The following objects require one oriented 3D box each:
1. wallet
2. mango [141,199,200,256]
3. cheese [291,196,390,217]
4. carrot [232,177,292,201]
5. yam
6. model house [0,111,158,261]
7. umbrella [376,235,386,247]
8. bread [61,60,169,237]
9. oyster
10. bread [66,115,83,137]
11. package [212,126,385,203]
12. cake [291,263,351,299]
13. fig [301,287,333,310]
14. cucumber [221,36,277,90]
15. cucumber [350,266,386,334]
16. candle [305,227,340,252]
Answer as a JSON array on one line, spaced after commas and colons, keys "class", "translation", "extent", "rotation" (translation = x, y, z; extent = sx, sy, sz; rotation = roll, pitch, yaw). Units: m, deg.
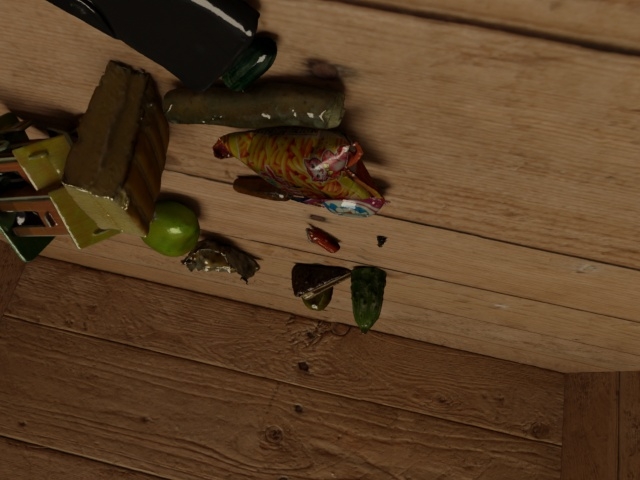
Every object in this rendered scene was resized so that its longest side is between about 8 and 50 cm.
[{"class": "wallet", "translation": [-0.270, -0.320, 0.509], "extent": [0.377, 0.051, 0.197], "rotation": [26, 158, -32]}, {"class": "mango", "translation": [-0.473, -0.044, 1.354], "extent": [0.185, 0.149, 0.273], "rotation": [22, 156, -6]}, {"class": "cheese", "translation": [0.040, -0.087, 0.971], "extent": [0.244, 0.062, 0.155], "rotation": [3, 174, 38]}, {"class": "carrot", "translation": [-0.135, -0.123, 1.023], "extent": [0.161, 0.055, 0.055], "rotation": [7, 162, 26]}, {"class": "yam", "translation": [-0.115, -0.215, 0.695], "extent": [0.317, 0.067, 0.071], "rotation": [8, 175, 21]}, {"class": "model house", "translation": [-0.549, -0.161, 1.029], "extent": [0.323, 0.340, 0.300], "rotation": [-1, 127, 9]}, {"class": "umbrella", "translation": [0.175, 0.005, 1.252], "extent": [0.031, 0.020, 0.083], "rotation": [12, 168, 6]}, {"class": "bread", "translation": [-0.357, -0.154, 0.787], "extent": [0.111, 0.239, 0.246], "rotation": [10, 165, -10]}, {"class": "oyster", "translation": [-0.368, 0.083, 1.699], "extent": [0.197, 0.133, 0.337], "rotation": [-6, 157, 42]}, {"class": "bread", "translation": [-0.519, -0.244, 0.946], "extent": [0.083, 0.036, 0.047], "rotation": [0, 158, 45]}, {"class": "package", "translation": [-0.025, -0.142, 0.804], "extent": [0.288, 0.109, 0.223], "rotation": [13, 170, 25]}, {"class": "cake", "translation": [0.001, 0.129, 1.727], "extent": [0.246, 0.135, 0.112], "rotation": [-29, 157, 22]}, {"class": "fig", "translation": [-0.021, 0.222, 1.909], "extent": [0.166, 0.154, 0.144], "rotation": [52, 166, -15]}, {"class": "cucumber", "translation": [-0.097, -0.249, 0.606], "extent": [0.048, 0.048, 0.105], "rotation": [25, 159, -34]}, {"class": "cucumber", "translation": [0.169, 0.221, 1.564], "extent": [0.134, 0.245, 0.134], "rotation": [8, 158, 3]}, {"class": "candle", "translation": [0.000, 0.000, 1.310], "extent": [0.053, 0.048, 0.162], "rotation": [21, 172, 42]}]
